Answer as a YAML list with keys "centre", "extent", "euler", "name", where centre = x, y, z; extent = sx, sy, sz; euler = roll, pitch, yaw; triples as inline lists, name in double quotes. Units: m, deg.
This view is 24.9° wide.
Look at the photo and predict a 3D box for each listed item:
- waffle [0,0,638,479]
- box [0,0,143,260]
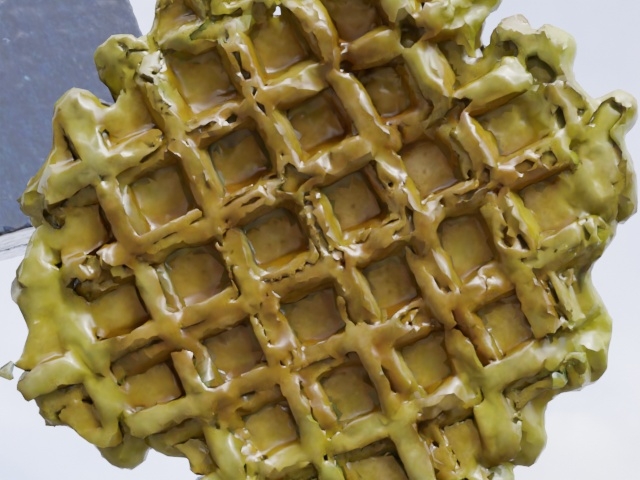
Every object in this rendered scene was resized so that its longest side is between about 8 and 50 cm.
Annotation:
- centre: [0.000, 0.000, 0.597]
  extent: [0.254, 0.245, 0.052]
  euler: [16, 1, 5]
  name: "waffle"
- centre: [-0.246, -0.111, 0.861]
  extent: [0.116, 0.261, 0.279]
  euler: [-22, -4, 41]
  name: "box"
